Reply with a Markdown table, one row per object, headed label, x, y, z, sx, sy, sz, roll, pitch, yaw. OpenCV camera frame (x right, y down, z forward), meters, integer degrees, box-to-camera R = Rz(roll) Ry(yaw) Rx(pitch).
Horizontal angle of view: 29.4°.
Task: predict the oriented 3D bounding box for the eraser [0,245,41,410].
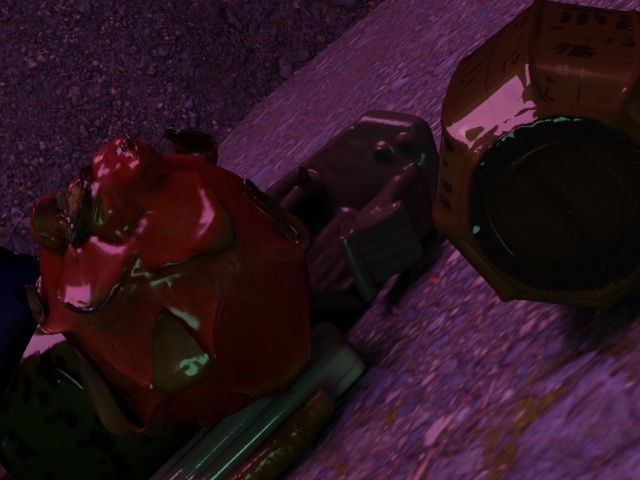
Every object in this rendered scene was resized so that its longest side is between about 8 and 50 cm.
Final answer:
| label | x | y | z | sx | sy | sz | roll | pitch | yaw |
| --- | --- | --- | --- | --- | --- | --- | --- | --- | --- |
| eraser | -0.337 | 0.166 | 0.997 | 0.332 | 0.101 | 0.155 | -60 | 4 | 20 |

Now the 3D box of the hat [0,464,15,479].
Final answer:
| label | x | y | z | sx | sy | sz | roll | pitch | yaw |
| --- | --- | --- | --- | --- | --- | --- | --- | --- | --- |
| hat | -0.397 | 0.349 | 1.338 | 0.366 | 0.257 | 0.382 | -32 | -40 | -43 |

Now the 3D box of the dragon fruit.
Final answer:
| label | x | y | z | sx | sy | sz | roll | pitch | yaw |
| --- | --- | --- | --- | --- | --- | --- | --- | --- | --- |
| dragon fruit | -0.117 | 0.035 | 0.942 | 0.224 | 0.227 | 0.224 | -43 | 7 | 7 |

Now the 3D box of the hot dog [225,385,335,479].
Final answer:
| label | x | y | z | sx | sy | sz | roll | pitch | yaw |
| --- | --- | --- | --- | --- | --- | --- | --- | --- | --- |
| hot dog | -0.039 | 0.164 | 0.906 | 0.137 | 0.028 | 0.044 | -43 | -9 | 0 |

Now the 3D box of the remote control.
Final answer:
| label | x | y | z | sx | sy | sz | roll | pitch | yaw |
| --- | --- | --- | --- | --- | --- | --- | --- | --- | --- |
| remote control | -0.063 | 0.155 | 0.972 | 0.230 | 0.049 | 0.090 | -44 | 13 | -1 |

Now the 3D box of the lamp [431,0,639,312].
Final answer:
| label | x | y | z | sx | sy | sz | roll | pitch | yaw |
| --- | --- | --- | --- | --- | --- | --- | --- | --- | --- |
| lamp | 0.144 | -0.053 | 0.707 | 0.161 | 0.161 | 0.185 | -40 | 12 | 27 |

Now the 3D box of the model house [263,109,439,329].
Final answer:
| label | x | y | z | sx | sy | sz | roll | pitch | yaw |
| --- | --- | --- | --- | --- | --- | --- | --- | --- | --- |
| model house | 0.007 | 0.002 | 1.095 | 0.229 | 0.122 | 0.188 | -30 | 21 | 45 |

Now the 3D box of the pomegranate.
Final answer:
| label | x | y | z | sx | sy | sz | roll | pitch | yaw |
| --- | --- | --- | --- | --- | --- | --- | --- | --- | --- |
| pomegranate | -0.219 | 0.119 | 1.153 | 0.254 | 0.270 | 0.254 | -16 | 41 | 15 |
